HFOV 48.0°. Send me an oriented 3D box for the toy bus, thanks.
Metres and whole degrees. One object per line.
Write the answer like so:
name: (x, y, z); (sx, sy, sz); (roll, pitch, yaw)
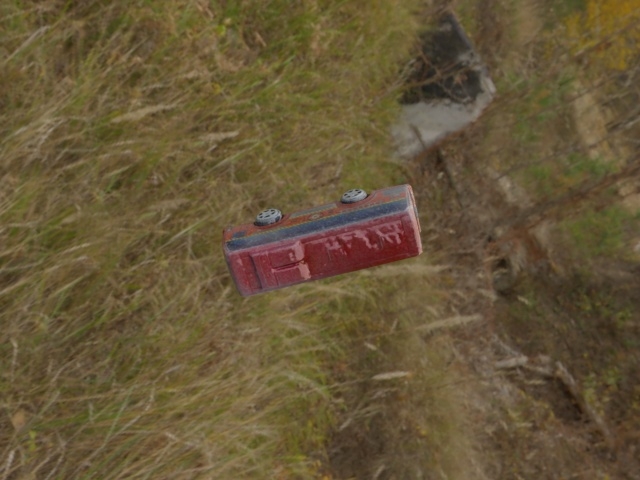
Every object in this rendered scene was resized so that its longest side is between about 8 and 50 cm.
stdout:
toy bus: (0.000, 0.000, 0.684); (0.077, 0.192, 0.065); (-89, 163, -66)
